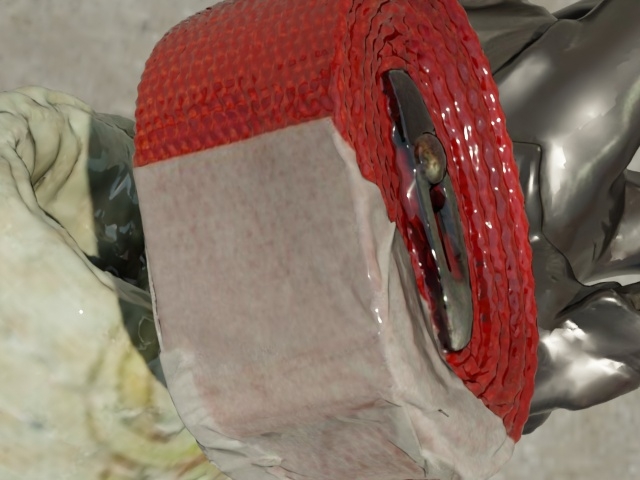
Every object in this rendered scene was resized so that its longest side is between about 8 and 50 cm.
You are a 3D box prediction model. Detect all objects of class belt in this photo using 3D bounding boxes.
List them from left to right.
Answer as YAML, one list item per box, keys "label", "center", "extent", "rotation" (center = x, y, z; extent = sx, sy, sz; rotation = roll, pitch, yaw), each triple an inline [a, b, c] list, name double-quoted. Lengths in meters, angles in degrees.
- label: "belt"
  center: [0.000, 0.000, 0.731]
  extent: [0.124, 0.201, 0.128]
  rotation: [-12, 176, 34]

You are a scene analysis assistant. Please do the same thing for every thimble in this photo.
- label: "thimble"
  center: [-0.143, 0.059, 1.139]
  extent: [0.291, 0.291, 0.195]
  rotation: [32, 109, -27]

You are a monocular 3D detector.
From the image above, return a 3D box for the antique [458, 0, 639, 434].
- label: "antique"
  center: [0.084, -0.043, 0.985]
  extent: [0.255, 0.322, 0.185]
  rotation: [-28, 145, -12]
